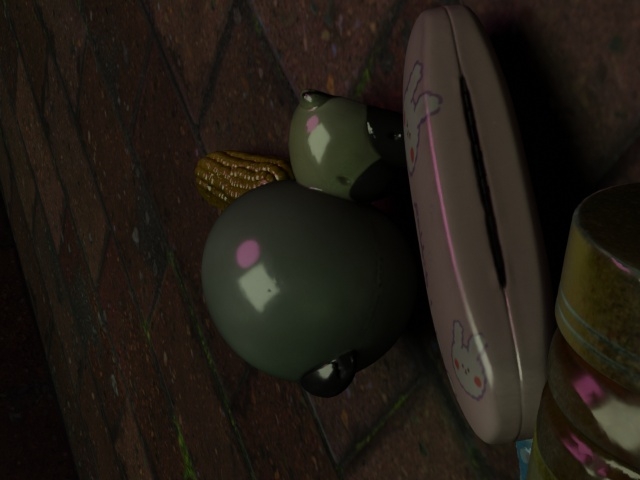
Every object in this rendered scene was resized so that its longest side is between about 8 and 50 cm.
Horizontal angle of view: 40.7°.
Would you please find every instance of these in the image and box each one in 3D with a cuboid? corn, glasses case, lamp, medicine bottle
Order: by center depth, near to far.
[{"bbox_3d":[0.181,0.146,0.446,0.151,0.151,0.323,37,130,53],"label":"medicine bottle"},{"bbox_3d":[0.101,-0.018,0.568,0.113,0.075,0.297,81,-178,-67],"label":"glasses case"},{"bbox_3d":[0.000,0.000,0.732,0.197,0.197,0.244,30,101,56],"label":"lamp"},{"bbox_3d":[-0.081,-0.058,0.952,0.231,0.080,0.080,18,114,58],"label":"corn"}]

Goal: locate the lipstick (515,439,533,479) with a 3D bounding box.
[{"bbox_3d":[0.166,0.187,0.599,0.048,0.048,0.158,-9,91,62],"label":"lipstick"}]
